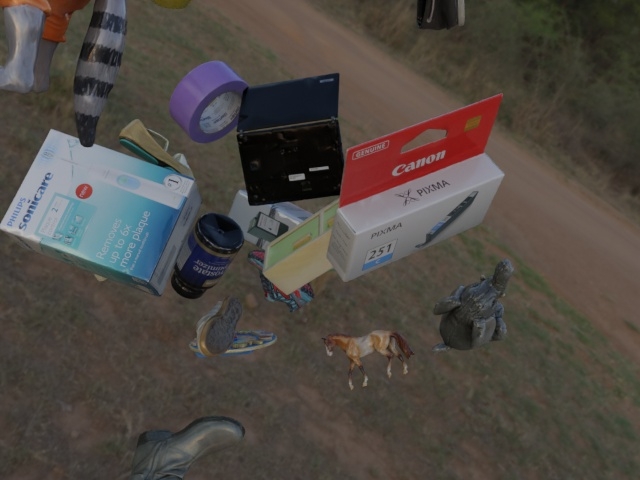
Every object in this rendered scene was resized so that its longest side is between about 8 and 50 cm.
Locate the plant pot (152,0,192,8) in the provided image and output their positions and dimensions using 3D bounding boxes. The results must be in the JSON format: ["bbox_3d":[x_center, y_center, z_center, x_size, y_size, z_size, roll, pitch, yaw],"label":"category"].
[{"bbox_3d":[-0.258,-0.461,1.227,0.134,0.095,0.134,11,39,-9],"label":"plant pot"}]

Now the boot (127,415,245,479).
[{"bbox_3d":[-0.263,0.434,1.347,0.161,0.247,0.083,-84,152,-53],"label":"boot"}]

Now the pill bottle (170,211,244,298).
[{"bbox_3d":[-0.283,0.043,1.725,0.123,0.219,0.122,21,41,-19],"label":"pill bottle"}]

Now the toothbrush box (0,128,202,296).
[{"bbox_3d":[-0.404,-0.051,1.332,0.296,0.216,0.126,20,-18,5],"label":"toothbrush box"}]

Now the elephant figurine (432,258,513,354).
[{"bbox_3d":[0.338,0.155,1.586,0.170,0.185,0.239,3,-17,12],"label":"elephant figurine"}]

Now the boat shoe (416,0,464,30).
[{"bbox_3d":[0.214,-0.545,1.342,0.335,0.096,0.112,72,9,-46],"label":"boat shoe"}]

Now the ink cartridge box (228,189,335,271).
[{"bbox_3d":[-0.085,-0.027,1.945,0.289,0.121,0.211,27,11,20],"label":"ink cartridge box"}]

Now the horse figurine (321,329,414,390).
[{"bbox_3d":[0.148,0.327,2.057,0.066,0.263,0.174,18,53,-65],"label":"horse figurine"}]

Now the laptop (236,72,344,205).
[{"bbox_3d":[-0.059,-0.231,1.615,0.235,0.264,0.136,-7,13,12],"label":"laptop"}]

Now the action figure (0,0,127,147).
[{"bbox_3d":[-0.185,-0.267,0.650,0.179,0.330,0.341,36,1,-8],"label":"action figure"}]

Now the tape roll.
[{"bbox_3d":[-0.262,-0.330,1.696,0.080,0.189,0.189,46,23,18],"label":"tape roll"}]

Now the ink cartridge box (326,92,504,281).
[{"bbox_3d":[0.162,-0.078,1.129,0.296,0.261,0.066,-22,59,-22],"label":"ink cartridge box"}]

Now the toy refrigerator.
[{"bbox_3d":[0.000,0.000,1.542,0.094,0.270,0.102,44,28,-29],"label":"toy refrigerator"}]

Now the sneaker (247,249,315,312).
[{"bbox_3d":[-0.143,0.138,2.209,0.262,0.125,0.104,41,15,-23],"label":"sneaker"}]

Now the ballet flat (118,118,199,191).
[{"bbox_3d":[-0.354,-0.190,1.625,0.080,0.073,0.232,-1,-36,50],"label":"ballet flat"}]

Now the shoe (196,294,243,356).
[{"bbox_3d":[-0.221,0.188,1.503,0.076,0.058,0.219,61,18,-13],"label":"shoe"}]

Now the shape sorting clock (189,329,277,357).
[{"bbox_3d":[-0.206,0.236,1.669,0.206,0.040,0.206,-8,4,0],"label":"shape sorting clock"}]

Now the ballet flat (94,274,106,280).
[{"bbox_3d":[-0.517,0.023,1.767,0.057,0.168,0.052,29,-15,2],"label":"ballet flat"}]
